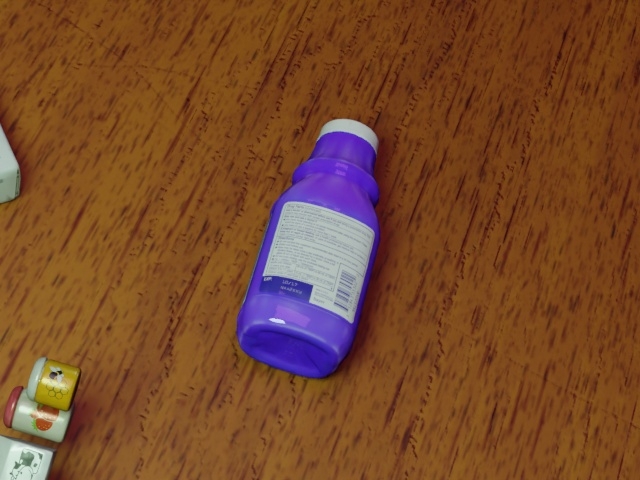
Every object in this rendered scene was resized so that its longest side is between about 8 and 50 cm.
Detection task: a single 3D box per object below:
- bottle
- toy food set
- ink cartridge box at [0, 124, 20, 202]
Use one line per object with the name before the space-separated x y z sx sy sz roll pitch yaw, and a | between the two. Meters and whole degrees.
bottle | 0.000 0.000 1.529 0.118 0.092 0.283 19 54 -6
toy food set | -0.288 0.207 1.293 0.104 0.111 0.232 17 85 -3
ink cartridge box | -0.513 -0.142 1.509 0.330 0.071 0.324 -16 62 -25
